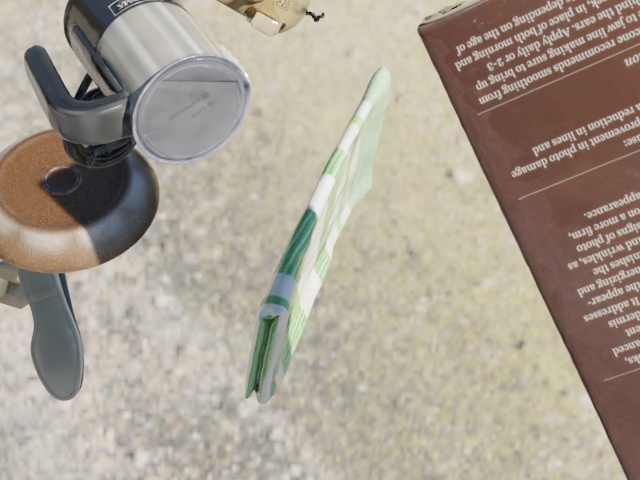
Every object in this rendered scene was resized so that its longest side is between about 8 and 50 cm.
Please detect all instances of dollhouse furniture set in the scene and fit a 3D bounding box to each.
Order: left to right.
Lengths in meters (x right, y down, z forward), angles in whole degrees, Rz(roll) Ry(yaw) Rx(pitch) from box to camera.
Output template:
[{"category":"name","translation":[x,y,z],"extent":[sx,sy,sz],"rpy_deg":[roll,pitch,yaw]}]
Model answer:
[{"category":"dollhouse furniture set","translation":[-0.449,-0.013,2.345],"extent":[0.101,0.161,0.182],"rpy_deg":[20,62,-28]}]

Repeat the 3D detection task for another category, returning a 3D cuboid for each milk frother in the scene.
[{"category":"milk frother","translation":[-0.121,-0.092,1.081],"extent":[0.129,0.143,0.135],"rpy_deg":[-33,47,-4]}]

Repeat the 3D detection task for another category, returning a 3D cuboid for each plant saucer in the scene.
[{"category":"plant saucer","translation":[-0.268,-0.054,1.641],"extent":[0.198,0.036,0.199],"rpy_deg":[0,51,-1]}]

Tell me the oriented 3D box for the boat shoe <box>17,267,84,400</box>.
[{"category":"boat shoe","translation":[-0.343,0.106,2.067],"extent":[0.075,0.206,0.065],"rpy_deg":[-12,2,20]}]

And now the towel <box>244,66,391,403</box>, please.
[{"category":"towel","translation":[0.000,0.000,1.741],"extent":[0.038,0.248,0.325],"rpy_deg":[23,61,7]}]

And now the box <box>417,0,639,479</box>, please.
[{"category":"box","translation":[0.245,-0.026,1.101],"extent":[0.191,0.381,0.143],"rpy_deg":[-22,6,28]}]

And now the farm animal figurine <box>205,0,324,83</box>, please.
[{"category":"farm animal figurine","translation":[-0.130,-0.361,1.858],"extent":[0.327,0.330,0.172],"rpy_deg":[44,6,-9]}]
